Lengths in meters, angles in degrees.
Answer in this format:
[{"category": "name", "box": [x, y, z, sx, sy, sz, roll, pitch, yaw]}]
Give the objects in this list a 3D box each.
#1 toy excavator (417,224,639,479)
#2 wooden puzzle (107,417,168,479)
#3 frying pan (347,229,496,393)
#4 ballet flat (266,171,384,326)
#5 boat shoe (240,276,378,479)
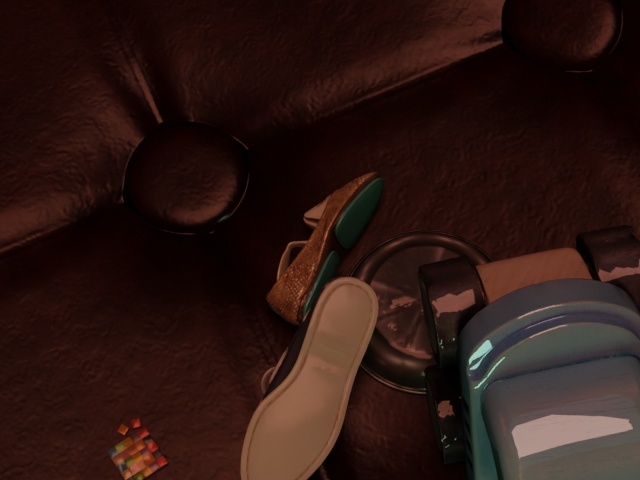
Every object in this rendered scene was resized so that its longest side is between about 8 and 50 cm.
[{"category": "toy excavator", "box": [0.250, 0.271, 1.391, 0.222, 0.433, 0.445, -10, 38, -2]}, {"category": "wooden puzzle", "box": [-0.199, 0.235, 1.563, 0.049, 0.006, 0.083, -33, 69, -11]}, {"category": "frying pan", "box": [0.176, 0.097, 1.588, 0.326, 0.053, 0.197, 22, 70, 15]}, {"category": "ballet flat", "box": [0.000, 0.000, 1.626, 0.067, 0.073, 0.206, 19, 64, 26]}, {"category": "boat shoe", "box": [-0.015, 0.157, 1.545, 0.095, 0.079, 0.254, 20, 85, -3]}]
